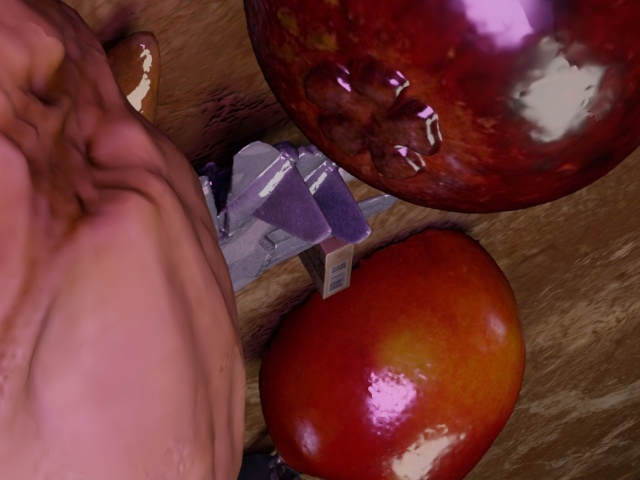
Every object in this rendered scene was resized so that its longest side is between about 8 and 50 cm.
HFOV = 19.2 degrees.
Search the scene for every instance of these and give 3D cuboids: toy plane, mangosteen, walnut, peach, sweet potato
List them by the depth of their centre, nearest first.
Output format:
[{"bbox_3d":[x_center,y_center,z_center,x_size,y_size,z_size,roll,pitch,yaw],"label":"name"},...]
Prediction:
[{"bbox_3d":[-0.211,0.054,0.690,0.383,0.384,0.383,-27,160,-11],"label":"walnut"},{"bbox_3d":[0.087,-0.135,0.887,0.257,0.215,0.215,-49,172,-32],"label":"mangosteen"},{"bbox_3d":[-0.128,-0.039,0.999,0.202,0.058,0.055,-48,175,38],"label":"sweet potato"},{"bbox_3d":[-0.091,0.018,1.166,0.267,0.088,0.212,-33,161,30],"label":"toy plane"},{"bbox_3d":[0.058,0.091,1.490,0.190,0.226,0.196,27,164,-31],"label":"peach"}]

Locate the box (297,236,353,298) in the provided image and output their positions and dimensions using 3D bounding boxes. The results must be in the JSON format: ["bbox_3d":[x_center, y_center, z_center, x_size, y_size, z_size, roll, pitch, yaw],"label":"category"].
[{"bbox_3d":[0.000,0.000,1.287,0.024,0.053,0.083,-27,159,-10],"label":"box"}]

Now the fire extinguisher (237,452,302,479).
[{"bbox_3d":[-0.081,0.267,1.775,0.294,0.093,0.118,-48,-179,39],"label":"fire extinguisher"}]
